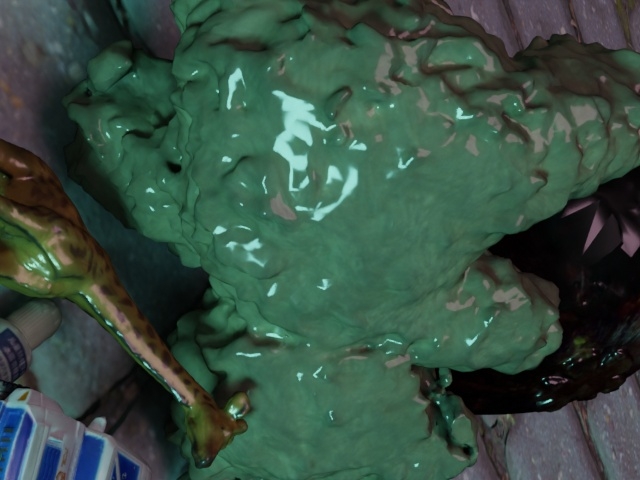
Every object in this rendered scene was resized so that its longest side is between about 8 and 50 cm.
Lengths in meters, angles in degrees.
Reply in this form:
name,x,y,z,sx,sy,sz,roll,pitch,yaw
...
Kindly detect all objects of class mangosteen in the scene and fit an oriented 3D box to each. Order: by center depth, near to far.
name,x,y,z,sx,sy,sz,roll,pitch,yaw
mangosteen,0.160,-0.001,0.857,0.297,0.297,0.293,16,61,-53

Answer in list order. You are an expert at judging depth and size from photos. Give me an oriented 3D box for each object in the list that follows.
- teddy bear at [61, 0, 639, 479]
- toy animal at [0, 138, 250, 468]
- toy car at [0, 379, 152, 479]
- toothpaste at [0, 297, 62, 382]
name,x,y,z,sx,sy,sz,roll,pitch,yaw
teddy bear,0.000,0.000,0.658,0.224,0.357,0.368,-76,-172,-65
toy animal,-0.144,0.019,0.554,0.275,0.054,0.149,41,19,-33
toy car,-0.137,0.138,0.552,0.171,0.070,0.080,65,30,-60
toothpaste,-0.208,0.091,0.515,0.216,0.037,0.062,-46,124,-48
